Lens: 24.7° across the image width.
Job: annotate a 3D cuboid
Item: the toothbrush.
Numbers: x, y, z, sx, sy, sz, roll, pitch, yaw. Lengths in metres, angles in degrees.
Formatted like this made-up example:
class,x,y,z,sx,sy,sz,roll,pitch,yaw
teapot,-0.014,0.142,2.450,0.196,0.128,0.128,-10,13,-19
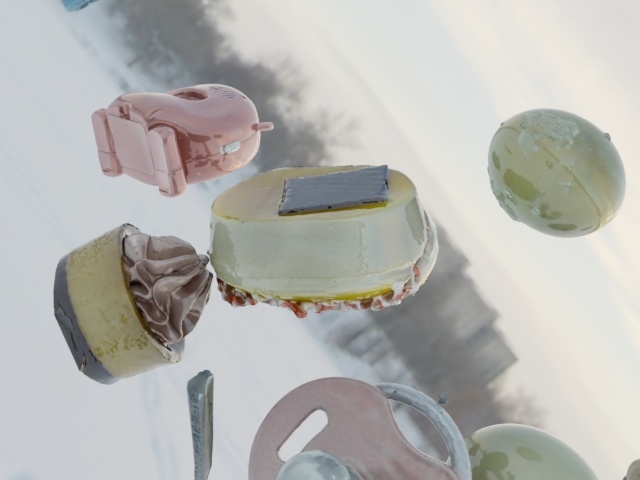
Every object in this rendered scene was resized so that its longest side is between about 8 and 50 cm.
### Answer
class,x,y,z,sx,sy,sz,roll,pitch,yaw
toothbrush,-0.126,0.229,1.587,0.030,0.030,0.297,34,-33,22

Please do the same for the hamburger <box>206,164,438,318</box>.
class,x,y,z,sx,sy,sz,roll,pitch,yaw
hamburger,0.000,0.000,1.869,0.227,0.295,0.151,-58,141,-55

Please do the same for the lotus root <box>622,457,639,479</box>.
class,x,y,z,sx,sy,sz,roll,pitch,yaw
lotus root,0.480,0.331,2.069,0.150,0.073,0.062,-31,-103,53

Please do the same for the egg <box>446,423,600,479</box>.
class,x,y,z,sx,sy,sz,roll,pitch,yaw
egg,0.279,0.350,1.991,0.241,0.186,0.186,27,-16,32

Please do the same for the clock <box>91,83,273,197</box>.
class,x,y,z,sx,sy,sz,roll,pitch,yaw
clock,-0.206,-0.181,2.299,0.227,0.241,0.142,20,-56,49

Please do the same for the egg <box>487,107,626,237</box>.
class,x,y,z,sx,sy,sz,roll,pitch,yaw
egg,0.306,-0.089,1.895,0.201,0.164,0.164,40,-9,36

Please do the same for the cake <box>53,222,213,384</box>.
class,x,y,z,sx,sy,sz,roll,pitch,yaw
cake,-0.220,0.075,1.875,0.208,0.178,0.185,-86,153,-44

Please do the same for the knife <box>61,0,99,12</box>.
class,x,y,z,sx,sy,sz,roll,pitch,yaw
knife,-0.282,-0.363,2.053,0.032,0.058,0.244,55,35,-2

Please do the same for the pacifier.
class,x,y,z,sx,sy,sz,roll,pitch,yaw
pacifier,0.037,0.322,1.857,0.332,0.273,0.220,47,-45,25
